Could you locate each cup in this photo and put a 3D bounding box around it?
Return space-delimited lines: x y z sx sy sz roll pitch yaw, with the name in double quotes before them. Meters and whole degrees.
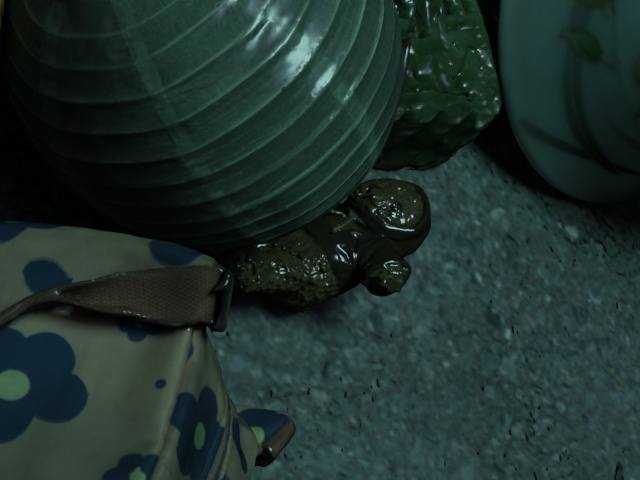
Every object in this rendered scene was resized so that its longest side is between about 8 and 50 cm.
"cup" 0.299 -0.171 1.276 0.347 0.163 0.347 -21 122 -38

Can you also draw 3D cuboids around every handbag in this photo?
"handbag" -0.137 0.124 0.855 0.190 0.193 0.251 67 33 -46

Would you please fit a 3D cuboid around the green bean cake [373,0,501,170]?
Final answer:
"green bean cake" 0.031 -0.144 1.223 0.181 0.094 0.173 -2 70 -38

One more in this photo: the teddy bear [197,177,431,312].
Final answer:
"teddy bear" -0.002 0.008 1.134 0.160 0.078 0.119 -12 32 -25

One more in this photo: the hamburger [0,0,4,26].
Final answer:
"hamburger" -0.307 -0.182 0.932 0.314 0.170 0.290 12 67 -35

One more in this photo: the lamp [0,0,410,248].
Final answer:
"lamp" -0.067 -0.109 1.040 0.233 0.265 0.233 -24 127 -35
